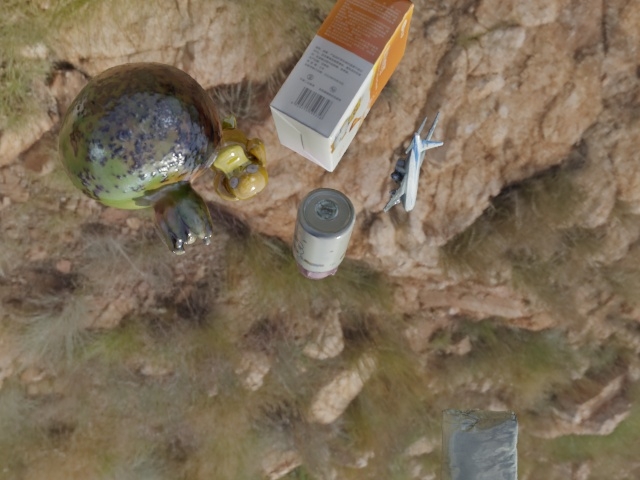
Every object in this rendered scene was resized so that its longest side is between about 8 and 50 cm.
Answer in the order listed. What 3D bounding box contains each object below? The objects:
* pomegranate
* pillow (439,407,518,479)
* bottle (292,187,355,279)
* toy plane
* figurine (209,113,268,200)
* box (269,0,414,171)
[{"bbox_3d":[-0.284,-0.138,1.109,0.285,0.340,0.285,-29,175,-3],"label":"pomegranate"},{"bbox_3d":[0.268,0.378,1.068,0.134,0.181,0.078,3,170,-4],"label":"pillow"},{"bbox_3d":[0.000,0.000,1.235,0.110,0.109,0.233,-14,156,-13],"label":"bottle"},{"bbox_3d":[0.155,-0.116,1.086,0.226,0.058,0.226,-59,172,-25],"label":"toy plane"},{"bbox_3d":[-0.260,-0.240,1.909,0.215,0.228,0.215,-14,130,-18],"label":"figurine"},{"bbox_3d":[0.050,-0.346,1.334,0.341,0.144,0.225,-58,173,-8],"label":"box"}]
